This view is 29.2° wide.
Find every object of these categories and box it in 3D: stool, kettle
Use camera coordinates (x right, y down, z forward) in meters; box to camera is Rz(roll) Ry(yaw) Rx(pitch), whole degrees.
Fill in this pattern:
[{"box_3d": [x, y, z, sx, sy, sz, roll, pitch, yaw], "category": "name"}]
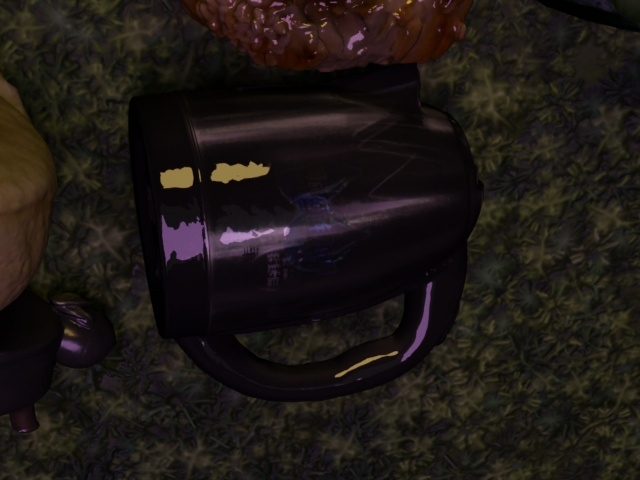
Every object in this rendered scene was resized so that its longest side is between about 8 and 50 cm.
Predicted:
[{"box_3d": [-0.322, 0.127, 1.227, 0.227, 0.153, 0.139, 6, 115, -11], "category": "stool"}, {"box_3d": [0.000, 0.000, 1.161, 0.324, 0.228, 0.321, -8, 102, -12], "category": "kettle"}]

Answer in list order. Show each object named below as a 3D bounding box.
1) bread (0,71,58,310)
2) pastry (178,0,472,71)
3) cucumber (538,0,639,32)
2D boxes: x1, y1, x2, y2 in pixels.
[{"box_3d": [-0.392, -0.038, 1.052, 0.320, 0.320, 0.237, 13, 122, -14], "category": "bread"}, {"box_3d": [0.012, -0.270, 1.063, 0.310, 0.162, 0.255, -6, 107, -7], "category": "pastry"}, {"box_3d": [0.261, -0.285, 1.100, 0.191, 0.130, 0.191, -18, 120, -34], "category": "cucumber"}]
